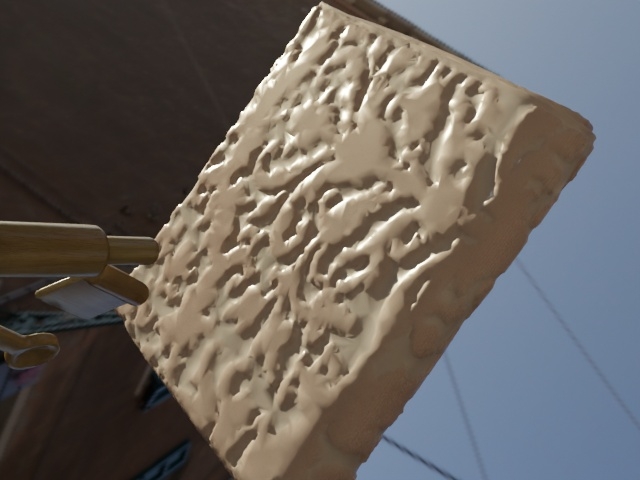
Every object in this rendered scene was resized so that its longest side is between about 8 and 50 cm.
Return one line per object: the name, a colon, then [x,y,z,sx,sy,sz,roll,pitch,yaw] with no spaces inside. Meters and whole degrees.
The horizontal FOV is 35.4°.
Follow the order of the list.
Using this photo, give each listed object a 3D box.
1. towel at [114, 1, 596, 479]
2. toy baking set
towel: [0.000,0.000,0.752,0.332,0.053,0.317,-55,-139,4]
toy baking set: [-0.217,0.050,0.570,0.197,0.256,0.030,-41,-119,30]
